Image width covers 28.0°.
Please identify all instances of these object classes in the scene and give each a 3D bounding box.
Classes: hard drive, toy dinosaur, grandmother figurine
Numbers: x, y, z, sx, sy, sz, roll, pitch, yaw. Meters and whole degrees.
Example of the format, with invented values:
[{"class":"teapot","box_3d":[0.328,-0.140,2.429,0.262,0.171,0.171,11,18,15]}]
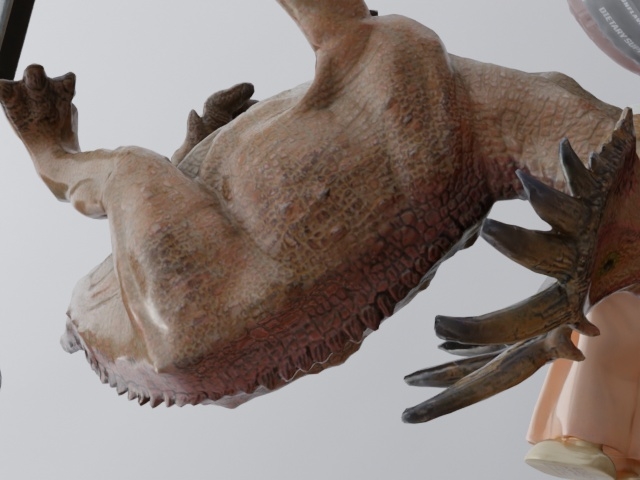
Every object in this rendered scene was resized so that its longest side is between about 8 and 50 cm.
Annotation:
[{"class":"hard drive","box_3d":[-0.215,-0.167,0.849,0.022,0.094,0.135,8,-75,-39]},{"class":"toy dinosaur","box_3d":[0.000,0.000,0.439,0.295,0.200,0.127,-32,-27,20]},{"class":"grandmother figurine","box_3d":[0.252,0.033,1.068,0.208,0.104,0.342,39,-119,-47]}]

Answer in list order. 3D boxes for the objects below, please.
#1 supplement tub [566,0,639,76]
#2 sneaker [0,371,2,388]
[{"class":"supplement tub","box_3d":[0.154,-0.111,0.383,0.106,0.106,0.198,-55,10,-10]},{"class":"sneaker","box_3d":[-0.306,0.094,0.565,0.318,0.112,0.131,1,-58,-16]}]
